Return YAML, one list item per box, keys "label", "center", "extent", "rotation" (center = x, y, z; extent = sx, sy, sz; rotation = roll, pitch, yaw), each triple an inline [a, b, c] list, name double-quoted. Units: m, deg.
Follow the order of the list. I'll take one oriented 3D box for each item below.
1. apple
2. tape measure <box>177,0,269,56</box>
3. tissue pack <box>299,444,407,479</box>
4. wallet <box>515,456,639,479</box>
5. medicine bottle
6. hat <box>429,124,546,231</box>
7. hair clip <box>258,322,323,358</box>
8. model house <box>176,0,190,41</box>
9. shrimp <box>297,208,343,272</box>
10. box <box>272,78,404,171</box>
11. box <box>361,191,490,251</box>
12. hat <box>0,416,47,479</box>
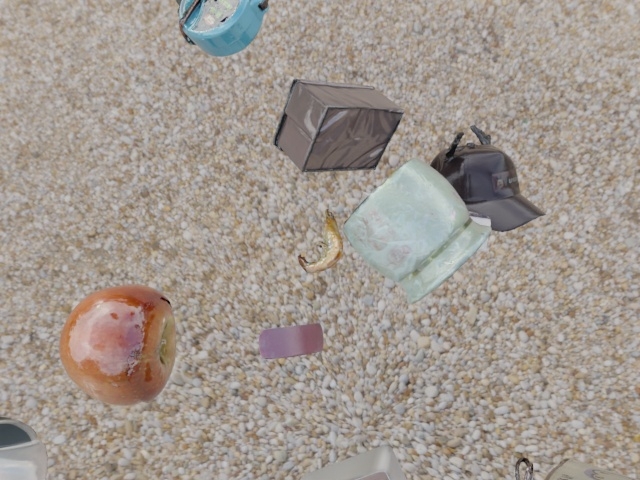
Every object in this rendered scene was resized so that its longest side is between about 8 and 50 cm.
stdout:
- label: "apple"
  center: [-0.424, 0.218, 1.028]
  extent: [0.207, 0.272, 0.251]
  rotation: [5, 65, 1]
- label: "tape measure"
  center: [-0.148, -0.349, 0.725]
  extent: [0.146, 0.081, 0.125]
  rotation: [-43, 66, 7]
- label: "tissue pack"
  center: [0.072, 0.587, 1.062]
  extent: [0.246, 0.136, 0.159]
  rotation: [-27, 86, 11]
- label: "wallet"
  center: [0.472, 0.399, 0.736]
  extent: [0.275, 0.335, 0.068]
  rotation: [8, 82, 38]
- label: "medicine bottle"
  center: [0.123, -0.011, 0.619]
  extent: [0.147, 0.147, 0.143]
  rotation: [-43, 84, -12]
- label: "hat"
  center: [0.422, -0.179, 1.218]
  extent: [0.238, 0.208, 0.336]
  rotation: [-19, 36, -33]
- label: "hair clip"
  center: [-0.046, 0.179, 0.856]
  extent: [0.137, 0.022, 0.054]
  rotation: [1, 81, -36]
- label: "model house"
  center: [-0.290, -0.570, 1.005]
  extent: [0.226, 0.241, 0.261]
  rotation: [-25, 79, -42]
- label: "shrimp"
  center: [0.000, 0.000, 0.822]
  extent: [0.091, 0.025, 0.127]
  rotation: [-22, 46, 29]
- label: "box"
  center: [0.045, -0.277, 1.174]
  extent: [0.252, 0.188, 0.153]
  rotation: [-5, 43, -37]
- label: "box"
  center: [0.190, -0.048, 0.970]
  extent: [0.200, 0.343, 0.065]
  rotation: [9, 98, 0]
- label: "hat"
  center: [-0.596, 0.414, 0.790]
  extent: [0.161, 0.275, 0.231]
  rotation: [-15, 70, 39]
